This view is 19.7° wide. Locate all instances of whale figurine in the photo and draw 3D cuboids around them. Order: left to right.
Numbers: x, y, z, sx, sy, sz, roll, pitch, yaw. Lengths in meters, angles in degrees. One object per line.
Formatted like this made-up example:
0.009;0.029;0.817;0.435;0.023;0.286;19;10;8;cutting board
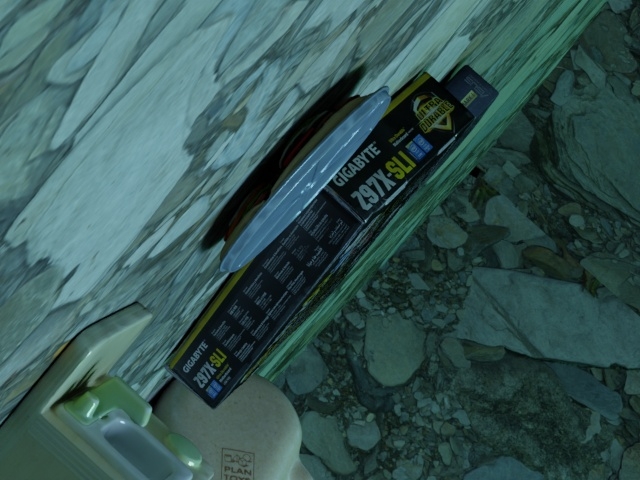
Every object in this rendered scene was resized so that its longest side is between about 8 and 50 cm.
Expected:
-0.115;0.277;2.082;0.141;0.216;0.272;123;-29;-48;whale figurine

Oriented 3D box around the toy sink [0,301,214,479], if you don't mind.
-0.174;0.181;1.353;0.234;0.131;0.153;-50;176;12;toy sink

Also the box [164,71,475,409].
0.000;0.000;1.871;0.257;0.079;0.322;-41;172;-49;box

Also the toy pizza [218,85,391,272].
-0.019;-0.055;1.484;0.201;0.032;0.201;-47;176;-4;toy pizza

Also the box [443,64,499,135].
0.113;-0.100;2.225;0.183;0.059;0.233;-47;176;-15;box
